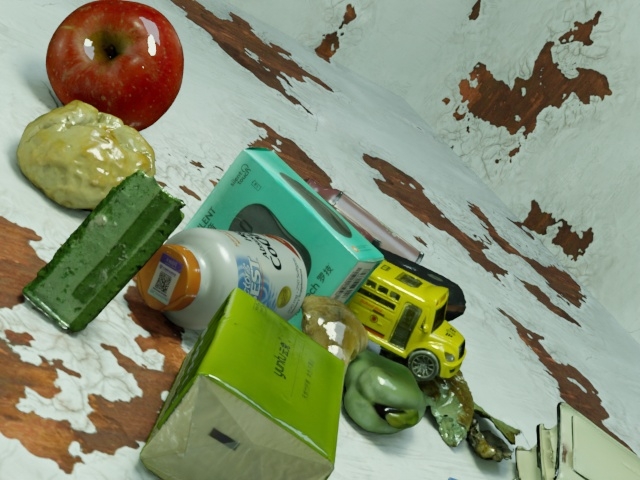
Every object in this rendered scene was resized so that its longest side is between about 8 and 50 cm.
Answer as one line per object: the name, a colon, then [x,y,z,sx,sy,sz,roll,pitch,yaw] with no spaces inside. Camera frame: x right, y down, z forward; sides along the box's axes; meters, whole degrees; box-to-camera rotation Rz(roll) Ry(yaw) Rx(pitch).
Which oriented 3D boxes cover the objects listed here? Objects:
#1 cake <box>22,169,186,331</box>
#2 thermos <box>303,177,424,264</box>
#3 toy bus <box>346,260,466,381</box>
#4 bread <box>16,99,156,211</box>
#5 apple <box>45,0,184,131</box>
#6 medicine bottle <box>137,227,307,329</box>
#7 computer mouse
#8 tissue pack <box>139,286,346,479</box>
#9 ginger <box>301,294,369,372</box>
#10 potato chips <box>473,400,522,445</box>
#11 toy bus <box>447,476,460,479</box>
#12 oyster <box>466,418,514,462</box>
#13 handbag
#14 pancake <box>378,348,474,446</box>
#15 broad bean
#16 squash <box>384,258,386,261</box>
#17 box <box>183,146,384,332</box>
cake: [-0.281,0.007,1.440,0.100,0.235,0.099,42,6,-7]
thermos: [0.067,-0.021,2.390,0.330,0.109,0.136,37,29,-2]
toy bus: [0.124,0.123,1.967,0.330,0.152,0.144,26,17,13]
bread: [-0.378,-0.138,1.775,0.244,0.134,0.244,33,15,-10]
apple: [-0.389,-0.337,2.058,0.260,0.260,0.216,40,-7,6]
medicine bottle: [-0.155,0.061,1.664,0.157,0.157,0.289,46,19,25]
computer mouse: [0.148,0.093,2.235,0.323,0.116,0.183,24,6,6]
tissue pack: [-0.089,0.216,1.383,0.200,0.167,0.274,35,17,-8]
ginger: [-0.003,0.185,1.692,0.131,0.086,0.294,45,33,-10]
potato chips: [0.331,0.344,2.036,0.142,0.026,0.209,29,2,-22]
toy bus: [0.220,0.450,1.522,0.079,0.094,0.236,35,18,-31]
oyster: [0.302,0.371,1.947,0.103,0.051,0.148,37,-2,15]
handbag: [0.524,0.490,1.916,0.358,0.160,0.236,35,23,-6]
pancake: [0.182,0.250,2.026,0.197,0.054,0.376,17,24,-28]
broad bean: [0.108,0.252,1.801,0.169,0.100,0.228,33,15,-18]
squash: [0.000,0.000,2.122,0.395,0.107,0.107,32,15,18]
box: [-0.070,0.005,1.898,0.311,0.205,0.118,45,16,18]
